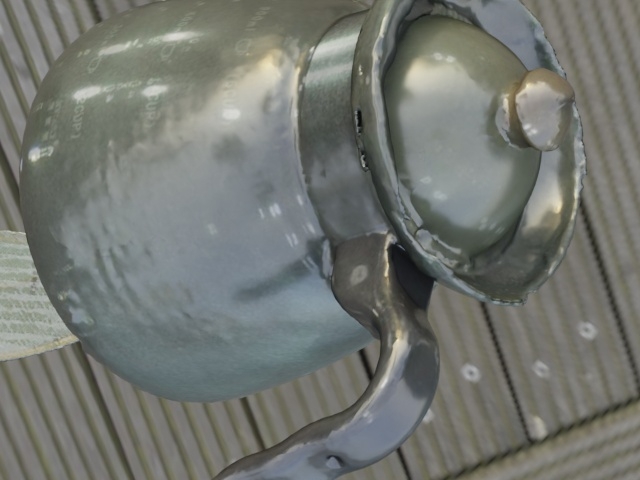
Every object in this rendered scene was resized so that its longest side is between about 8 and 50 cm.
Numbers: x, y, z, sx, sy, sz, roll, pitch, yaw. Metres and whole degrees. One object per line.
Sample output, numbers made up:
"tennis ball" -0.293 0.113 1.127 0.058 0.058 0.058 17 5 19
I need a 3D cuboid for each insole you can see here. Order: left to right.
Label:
"insole" -0.353 0.043 1.607 0.348 0.009 0.119 4 78 2

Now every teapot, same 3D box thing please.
"teapot" -0.008 -0.022 0.940 0.285 0.305 0.223 -14 111 38
